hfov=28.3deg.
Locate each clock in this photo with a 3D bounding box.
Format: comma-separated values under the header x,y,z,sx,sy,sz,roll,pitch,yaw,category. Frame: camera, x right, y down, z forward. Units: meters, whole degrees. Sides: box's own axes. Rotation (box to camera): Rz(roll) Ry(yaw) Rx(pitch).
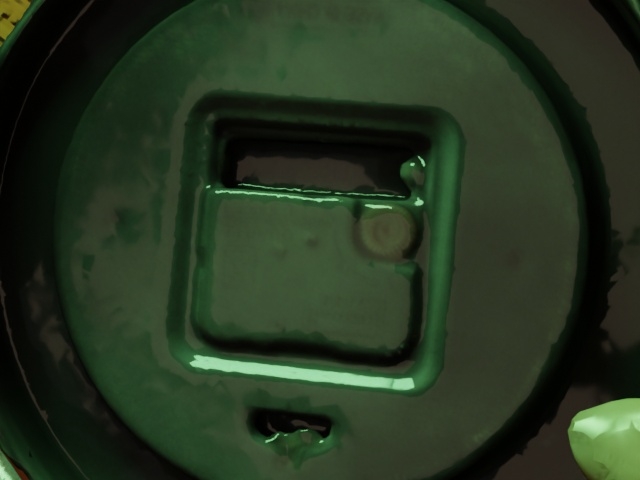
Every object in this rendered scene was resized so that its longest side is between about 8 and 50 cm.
x,y,z,sx,sy,sz,roll,pitch,yaw,category
0.000,0.000,0.546,0.325,0.067,0.325,0,90,12,clock

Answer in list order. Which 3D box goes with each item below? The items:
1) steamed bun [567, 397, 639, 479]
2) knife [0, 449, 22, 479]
x,y,z,sx,sy,sz,roll,pitch,yaw,category
0.207,0.122,0.358,0.247,0.189,0.427,13,90,-18,steamed bun
-0.224,0.071,0.598,0.278,0.053,0.123,32,140,18,knife
